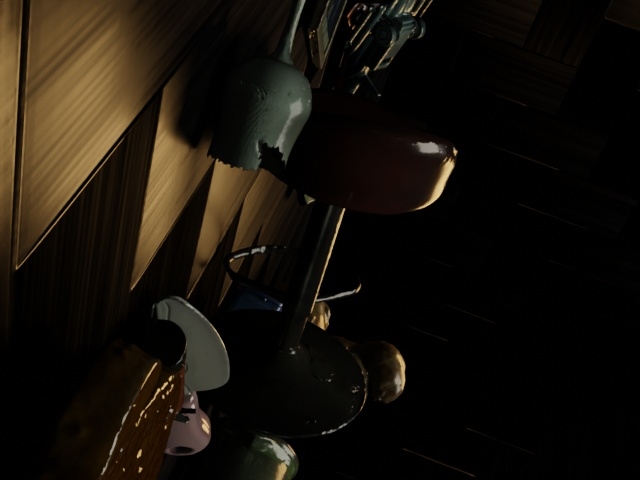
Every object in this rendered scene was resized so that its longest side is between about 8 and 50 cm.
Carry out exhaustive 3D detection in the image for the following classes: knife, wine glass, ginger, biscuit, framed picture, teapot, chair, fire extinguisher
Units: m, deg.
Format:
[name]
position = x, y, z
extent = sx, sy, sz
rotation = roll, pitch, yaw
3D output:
[knife]
position = -0.134, 0.147, 1.030
extent = 0.336, 0.081, 0.043
rotation = 106, -16, -57
[wine glass]
position = -0.034, -0.152, 0.840
extent = 0.079, 0.079, 0.195
rotation = -53, 162, -80
[ginger]
position = -0.012, 0.214, 1.727
extent = 0.244, 0.304, 0.155
rotation = -51, 158, -22
[biscuit]
position = -0.190, 0.226, 0.697
extent = 0.394, 0.070, 0.350
rotation = -60, 168, -77
[framed picture]
position = 0.039, -0.367, 1.269
extent = 0.209, 0.019, 0.281
rotation = 36, 74, -87
[teapot]
position = -0.163, 0.465, 1.617
extent = 0.270, 0.200, 0.337
rotation = 107, 3, -48
[chair]
position = 0.000, 0.000, 1.105
extent = 0.226, 0.227, 0.401
rotation = -65, 175, -57
[fire extinguisher]
position = -0.146, 0.132, 0.941
extent = 0.177, 0.062, 0.050
rotation = 103, -4, -60

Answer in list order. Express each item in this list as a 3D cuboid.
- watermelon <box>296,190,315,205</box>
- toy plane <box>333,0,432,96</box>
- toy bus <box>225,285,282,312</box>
[watermelon]
position = 0.010, -0.119, 1.742
extent = 0.125, 0.094, 0.135
rotation = -25, 132, -74
[toy plane]
position = 0.091, -0.325, 1.697
extent = 0.223, 0.104, 0.326
rotation = -24, 145, -47
[toy bus]
position = -0.116, 0.155, 1.561
extent = 0.094, 0.079, 0.236
rotation = -49, 166, -30
